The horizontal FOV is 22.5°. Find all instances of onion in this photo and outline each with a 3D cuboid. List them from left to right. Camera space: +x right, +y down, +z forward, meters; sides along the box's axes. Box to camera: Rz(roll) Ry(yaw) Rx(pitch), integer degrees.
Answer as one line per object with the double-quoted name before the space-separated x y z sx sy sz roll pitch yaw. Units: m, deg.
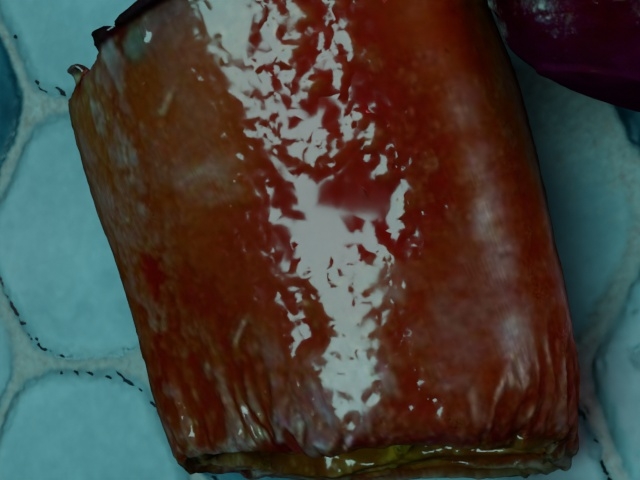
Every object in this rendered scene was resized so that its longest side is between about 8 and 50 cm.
"onion" 0.151 -0.142 0.845 0.218 0.195 0.139 8 79 59

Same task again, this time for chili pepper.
"chili pepper" 0.000 0.000 0.885 0.251 0.229 0.305 -14 82 7
